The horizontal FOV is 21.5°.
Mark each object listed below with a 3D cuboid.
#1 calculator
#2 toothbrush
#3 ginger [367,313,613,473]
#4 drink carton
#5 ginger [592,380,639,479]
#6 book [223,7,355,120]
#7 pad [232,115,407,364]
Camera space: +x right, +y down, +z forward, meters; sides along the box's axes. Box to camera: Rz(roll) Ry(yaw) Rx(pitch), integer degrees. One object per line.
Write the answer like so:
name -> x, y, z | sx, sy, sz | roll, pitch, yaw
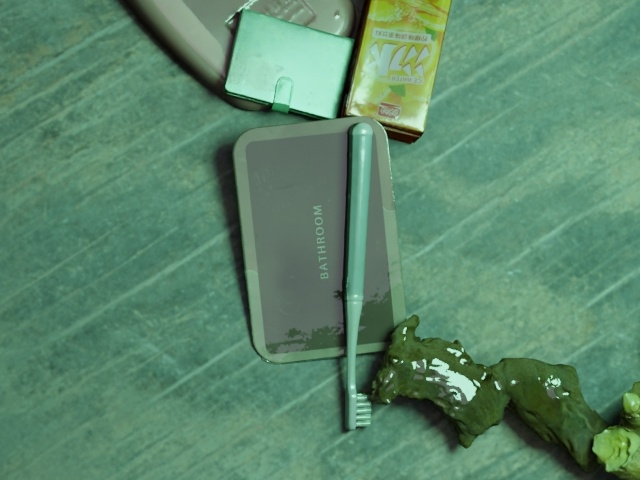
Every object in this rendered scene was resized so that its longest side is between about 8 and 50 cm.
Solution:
calculator -> -0.106, -0.302, 1.916 | 0.220, 0.048, 0.330 | -43, 93, -14
toothbrush -> 0.042, 0.041, 1.863 | 0.030, 0.025, 0.342 | -1, 93, -16
ginger -> 0.202, 0.178, 1.871 | 0.290, 0.084, 0.122 | 19, 72, -6
drink carton -> 0.090, -0.231, 1.923 | 0.096, 0.071, 0.223 | 14, 80, -6
ginger -> 0.387, 0.222, 1.868 | 0.157, 0.102, 0.216 | -51, 125, -5
book -> -0.036, -0.194, 1.893 | 0.135, 0.017, 0.103 | 14, 84, -14
pad -> 0.000, 0.000, 1.873 | 0.176, 0.002, 0.266 | -7, 94, -4
